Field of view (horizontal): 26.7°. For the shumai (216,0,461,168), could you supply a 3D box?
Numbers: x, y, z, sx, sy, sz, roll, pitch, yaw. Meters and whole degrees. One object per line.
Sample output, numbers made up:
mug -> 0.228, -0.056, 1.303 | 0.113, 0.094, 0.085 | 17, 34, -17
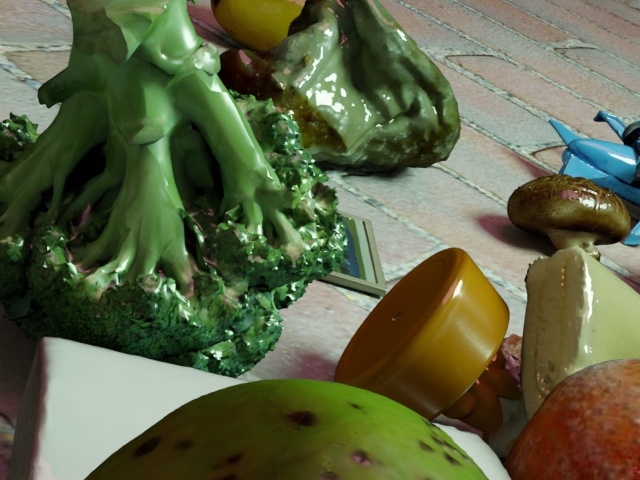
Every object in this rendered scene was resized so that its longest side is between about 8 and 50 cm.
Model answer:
shumai -> 0.006, -0.133, 1.381 | 0.222, 0.203, 0.272 | 43, -4, 39

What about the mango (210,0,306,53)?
mango -> -0.012, -0.268, 1.655 | 0.253, 0.113, 0.138 | 20, 23, -8

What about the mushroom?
mushroom -> 0.254, -0.027, 1.380 | 0.126, 0.085, 0.109 | 14, 22, -33

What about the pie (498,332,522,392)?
pie -> 0.206, 0.118, 1.065 | 0.153, 0.038, 0.153 | 20, 23, -9

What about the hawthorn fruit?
hawthorn fruit -> 0.186, 0.161, 0.791 | 0.173, 0.173, 0.173 | 18, 22, -8

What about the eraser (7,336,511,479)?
eraser -> -0.029, 0.144, 0.723 | 0.270, 0.095, 0.174 | 15, 23, -16

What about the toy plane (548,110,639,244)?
toy plane -> 0.400, -0.069, 1.596 | 0.271, 0.105, 0.254 | 13, 37, -9

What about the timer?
timer -> 0.107, 0.101, 0.946 | 0.152, 0.132, 0.132 | 42, 20, -10

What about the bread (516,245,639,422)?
bread -> 0.206, 0.099, 0.947 | 0.060, 0.139, 0.178 | -12, -36, 40

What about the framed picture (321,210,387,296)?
framed picture -> 0.000, 0.000, 1.188 | 0.109, 0.011, 0.149 | 17, 23, -12

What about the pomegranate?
pomegranate -> 0.013, 0.196, 0.530 | 0.286, 0.231, 0.231 | 44, 15, -20

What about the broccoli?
broccoli -> -0.116, -0.034, 0.844 | 0.270, 0.270, 0.270 | 0, 36, 0
